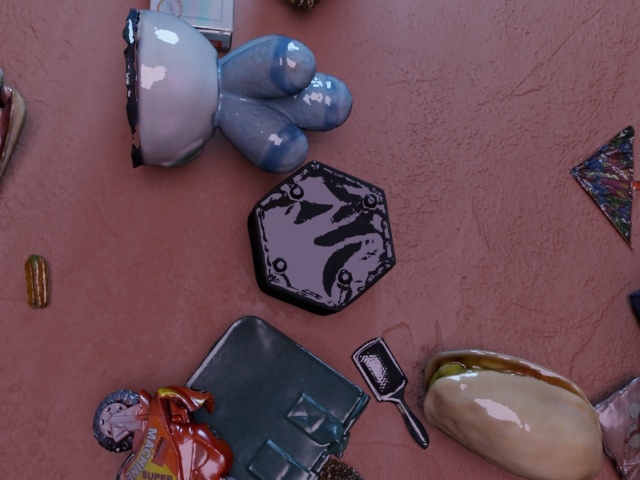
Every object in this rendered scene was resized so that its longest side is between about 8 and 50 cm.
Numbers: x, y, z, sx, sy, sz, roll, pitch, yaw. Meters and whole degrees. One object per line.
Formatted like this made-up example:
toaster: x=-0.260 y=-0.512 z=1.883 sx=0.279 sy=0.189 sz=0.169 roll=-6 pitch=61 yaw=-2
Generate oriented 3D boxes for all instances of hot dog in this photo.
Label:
hot dog: x=-0.425 y=0.062 z=1.037 sx=0.037 sy=0.021 sz=0.084 roll=-4 pitch=85 yaw=10

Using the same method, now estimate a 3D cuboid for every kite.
kite: x=0.536 y=-0.101 z=1.240 sx=0.189 sy=0.009 sz=0.233 roll=9 pitch=81 yaw=-10

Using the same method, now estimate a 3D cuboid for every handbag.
handbag: x=-0.108 y=0.292 z=0.990 sx=0.238 sy=0.089 sz=0.326 roll=33 pitch=74 yaw=20

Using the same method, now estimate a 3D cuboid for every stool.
stool: x=0.000 y=0.000 z=1.060 sx=0.232 sy=0.141 sz=0.233 roll=2 pitch=81 yaw=-11

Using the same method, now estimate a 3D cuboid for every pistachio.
pistachio: x=0.297 y=0.274 z=1.062 sx=0.299 sy=0.187 sz=0.188 roll=22 pitch=78 yaw=0

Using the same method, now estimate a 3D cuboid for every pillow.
pillow: x=0.552 y=0.357 z=1.156 sx=0.135 sy=0.049 sz=0.249 roll=-31 pitch=92 yaw=-12

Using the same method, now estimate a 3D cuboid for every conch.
conch: x=-0.533 y=-0.171 z=1.018 sx=0.158 sy=0.127 sz=0.255 roll=10 pitch=103 yaw=-38

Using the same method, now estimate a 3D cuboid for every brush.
brush: x=0.122 y=0.249 z=1.109 sx=0.062 sy=0.016 sz=0.194 roll=-31 pitch=88 yaw=-12

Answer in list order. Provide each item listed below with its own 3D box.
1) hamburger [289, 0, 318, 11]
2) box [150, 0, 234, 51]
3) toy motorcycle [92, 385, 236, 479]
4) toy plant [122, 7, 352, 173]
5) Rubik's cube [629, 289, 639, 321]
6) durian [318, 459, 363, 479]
hamburger: x=0.006 y=-0.516 z=1.090 sx=0.146 sy=0.243 sz=0.286 roll=28 pitch=93 yaw=-7
box: x=-0.205 y=-0.448 z=1.121 sx=0.134 sy=0.079 sz=0.270 roll=3 pitch=81 yaw=-9
toy motorcycle: x=-0.180 y=0.300 z=0.899 sx=0.171 sy=0.089 sz=0.298 roll=-36 pitch=70 yaw=-7
toy plant: x=-0.115 y=-0.216 z=1.026 sx=0.331 sy=0.247 sz=0.247 roll=1 pitch=81 yaw=-10
Rubik's cube: x=0.777 y=0.156 z=1.073 sx=0.358 sy=0.362 sz=0.364 roll=-21 pitch=85 yaw=-10
durian: x=-0.010 y=0.405 z=1.025 sx=0.188 sy=0.091 sz=0.149 roll=-21 pitch=86 yaw=-11
